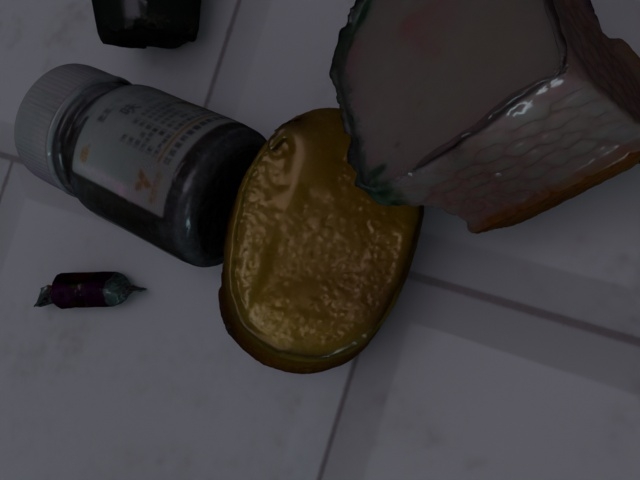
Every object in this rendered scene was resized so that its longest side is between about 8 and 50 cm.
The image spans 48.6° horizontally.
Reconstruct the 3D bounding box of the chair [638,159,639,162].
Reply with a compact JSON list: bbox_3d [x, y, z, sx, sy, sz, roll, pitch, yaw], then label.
[{"bbox_3d":[0.435,-0.075,0.484,0.326,0.183,0.175,-44,49,26],"label":"chair"}]

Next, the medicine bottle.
[{"bbox_3d":[-0.201,-0.093,0.809,0.273,0.165,0.165,26,92,24],"label":"medicine bottle"}]

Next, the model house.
[{"bbox_3d":[0.164,-0.132,0.632,0.202,0.237,0.237,-37,47,34],"label":"model house"}]

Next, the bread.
[{"bbox_3d":[0.000,0.000,0.711,0.195,0.142,0.269,17,80,-2],"label":"bread"}]

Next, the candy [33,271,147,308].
[{"bbox_3d":[-0.294,0.062,0.890,0.175,0.045,0.043,-4,113,20],"label":"candy"}]

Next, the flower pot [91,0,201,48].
[{"bbox_3d":[-0.213,-0.294,0.865,0.157,0.157,0.106,1,95,23],"label":"flower pot"}]
